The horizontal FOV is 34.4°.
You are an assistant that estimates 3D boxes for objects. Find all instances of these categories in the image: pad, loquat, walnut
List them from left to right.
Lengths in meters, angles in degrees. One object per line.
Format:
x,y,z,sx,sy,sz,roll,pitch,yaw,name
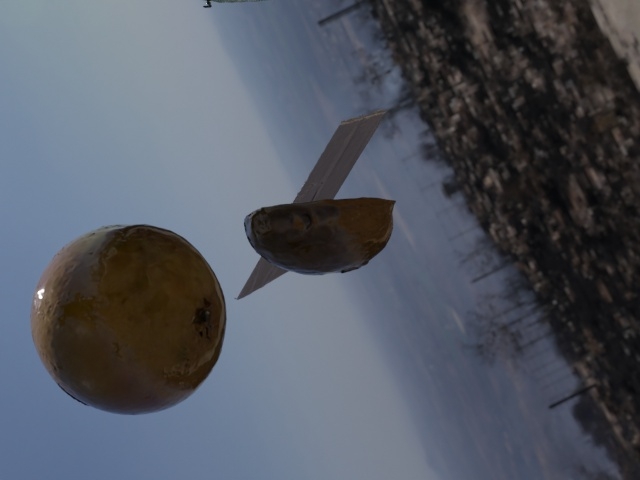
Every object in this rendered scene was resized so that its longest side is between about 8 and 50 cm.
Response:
-0.255,0.109,1.383,0.263,0.263,0.263,64,179,1,loquat
-0.008,-0.040,1.110,0.004,0.232,0.156,36,-158,11,pad
0.000,0.000,0.780,0.091,0.121,0.052,20,-118,-67,walnut

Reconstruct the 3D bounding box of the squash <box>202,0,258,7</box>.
-0.064,-0.388,1.031,0.111,0.203,0.288,170,92,-74,squash
